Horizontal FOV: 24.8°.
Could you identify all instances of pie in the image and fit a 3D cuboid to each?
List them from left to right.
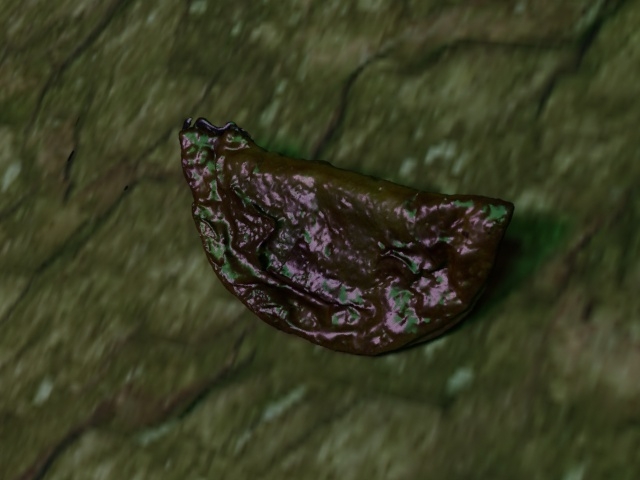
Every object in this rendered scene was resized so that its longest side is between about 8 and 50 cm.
[{"bbox_3d":[0.001,0.002,0.677,0.191,0.033,0.088,19,93,35],"label":"pie"}]
